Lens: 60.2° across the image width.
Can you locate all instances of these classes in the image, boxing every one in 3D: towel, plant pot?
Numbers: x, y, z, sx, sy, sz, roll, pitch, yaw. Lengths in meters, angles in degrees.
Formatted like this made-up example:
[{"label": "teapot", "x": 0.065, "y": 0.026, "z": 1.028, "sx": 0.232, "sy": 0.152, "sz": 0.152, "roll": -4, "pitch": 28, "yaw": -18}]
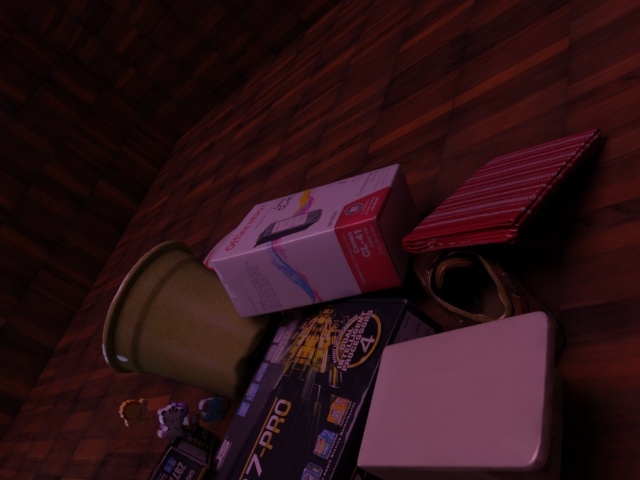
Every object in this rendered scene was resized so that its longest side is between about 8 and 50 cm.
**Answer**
[{"label": "towel", "x": 0.258, "y": -0.069, "z": 0.783, "sx": 0.274, "sy": 0.031, "sz": 0.198, "roll": -39, "pitch": 16, "yaw": -32}, {"label": "plant pot", "x": -0.220, "y": 0.172, "z": 1.056, "sx": 0.276, "sy": 0.253, "sz": 0.276, "roll": 20, "pitch": -90, "yaw": -75}]

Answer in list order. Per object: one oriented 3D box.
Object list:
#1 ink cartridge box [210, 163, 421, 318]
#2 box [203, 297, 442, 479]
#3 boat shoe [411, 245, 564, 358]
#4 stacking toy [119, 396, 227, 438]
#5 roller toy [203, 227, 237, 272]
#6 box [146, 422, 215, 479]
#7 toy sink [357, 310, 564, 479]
[{"label": "ink cartridge box", "x": 0.000, "y": 0.000, "z": 0.951, "sx": 0.306, "sy": 0.131, "sz": 0.226, "roll": -13, "pitch": 25, "yaw": 24}, {"label": "box", "x": -0.016, "y": 0.276, "z": 0.832, "sx": 0.318, "sy": 0.097, "sz": 0.395, "roll": -10, "pitch": 50, "yaw": 58}, {"label": "boat shoe", "x": 0.199, "y": 0.051, "z": 0.753, "sx": 0.111, "sy": 0.104, "sz": 0.307, "roll": -52, "pitch": 26, "yaw": 3}, {"label": "stacking toy", "x": -0.231, "y": 0.312, "z": 1.014, "sx": 0.166, "sy": 0.221, "sz": 0.052, "roll": -11, "pitch": 77, "yaw": 50}, {"label": "roller toy", "x": -0.165, "y": 0.068, "z": 1.265, "sx": 0.191, "sy": 0.146, "sz": 0.209, "roll": -34, "pitch": 27, "yaw": 12}, {"label": "box", "x": -0.299, "y": 0.484, "z": 0.944, "sx": 0.322, "sy": 0.079, "sz": 0.257, "roll": -59, "pitch": 5, "yaw": -12}, {"label": "toy sink", "x": 0.175, "y": 0.191, "z": 0.595, "sx": 0.234, "sy": 0.131, "sz": 0.153, "roll": -28, "pitch": 35, "yaw": 48}]
